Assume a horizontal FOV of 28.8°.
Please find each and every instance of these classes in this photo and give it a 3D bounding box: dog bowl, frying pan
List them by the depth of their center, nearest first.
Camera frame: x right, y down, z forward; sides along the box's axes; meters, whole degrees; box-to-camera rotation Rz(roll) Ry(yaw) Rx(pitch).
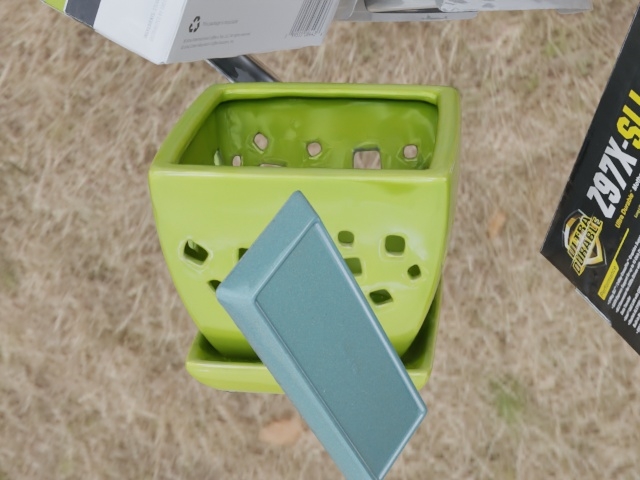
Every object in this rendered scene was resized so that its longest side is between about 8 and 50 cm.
[{"bbox_3d":[0.183,-0.346,1.646,0.348,0.349,0.102,-1,98,5],"label":"dog bowl"},{"bbox_3d":[-0.076,-0.206,1.675,0.053,0.197,0.326,-50,138,8],"label":"frying pan"}]

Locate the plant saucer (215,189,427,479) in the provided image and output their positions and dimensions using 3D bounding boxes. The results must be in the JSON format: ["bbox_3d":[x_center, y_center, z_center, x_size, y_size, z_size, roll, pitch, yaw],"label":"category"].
[{"bbox_3d":[0.009,0.060,0.637,0.018,0.067,0.192,21,153,37],"label":"plant saucer"}]

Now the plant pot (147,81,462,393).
[{"bbox_3d":[0.000,0.000,1.019,0.228,0.227,0.207,1,113,8],"label":"plant pot"}]

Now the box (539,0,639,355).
[{"bbox_3d":[0.304,-0.022,0.888,0.079,0.257,0.322,-21,144,-27],"label":"box"}]

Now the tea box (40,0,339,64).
[{"bbox_3d":[-0.163,-0.349,1.263,0.323,0.329,0.220,31,113,19],"label":"tea box"}]
